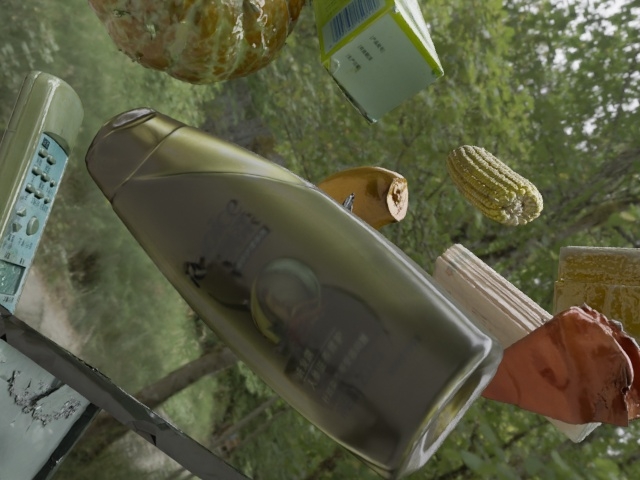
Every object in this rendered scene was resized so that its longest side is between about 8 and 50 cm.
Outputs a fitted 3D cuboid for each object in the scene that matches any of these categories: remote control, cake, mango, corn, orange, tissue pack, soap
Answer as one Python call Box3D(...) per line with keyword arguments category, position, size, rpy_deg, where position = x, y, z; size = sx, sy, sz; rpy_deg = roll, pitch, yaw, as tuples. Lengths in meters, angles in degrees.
Box3D(category="remote control", position=(-0.271, -0.033, 0.586), size=(0.098, 0.038, 0.233), rpy_deg=(117, -10, -80))
Box3D(category="cake", position=(0.264, 0.151, 0.791), size=(0.287, 0.098, 0.135), rpy_deg=(-24, -96, 64))
Box3D(category="mango", position=(0.049, -0.059, 1.483), size=(0.359, 0.144, 0.187), rpy_deg=(-38, -110, 34))
Box3D(category="corn", position=(0.223, -0.076, 0.860), size=(0.165, 0.085, 0.063), rpy_deg=(-110, -170, -59))
Box3D(category="orange", position=(-0.169, -0.386, 0.911), size=(0.249, 0.329, 0.329), rpy_deg=(9, -60, 63))
Box3D(category="tissue pack", position=(0.310, 0.158, 1.029), size=(0.325, 0.071, 0.170), rpy_deg=(43, -23, 32))
Box3D(category="soap", position=(0.752, 0.139, 1.661), size=(0.281, 0.143, 0.259), rpy_deg=(0, -101, 36))

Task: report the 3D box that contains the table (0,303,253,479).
Box3D(category="table", position=(-0.172, 0.219, 0.461), size=(0.272, 0.222, 0.335), rpy_deg=(30, -19, 15))

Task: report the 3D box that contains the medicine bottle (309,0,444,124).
Box3D(category="medicine bottle", position=(0.077, -0.320, 0.985), size=(0.137, 0.141, 0.250), rpy_deg=(37, 32, -34))

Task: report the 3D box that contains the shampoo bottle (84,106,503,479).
Box3D(category="shampoo bottle", position=(-0.043, 0.009, 0.468), size=(0.350, 0.125, 0.084), rpy_deg=(39, 6, 28))

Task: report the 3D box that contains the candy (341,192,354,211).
Box3D(category="candy", position=(-0.001, 0.000, 0.887), size=(0.226, 0.051, 0.094), rpy_deg=(135, -47, -65))
